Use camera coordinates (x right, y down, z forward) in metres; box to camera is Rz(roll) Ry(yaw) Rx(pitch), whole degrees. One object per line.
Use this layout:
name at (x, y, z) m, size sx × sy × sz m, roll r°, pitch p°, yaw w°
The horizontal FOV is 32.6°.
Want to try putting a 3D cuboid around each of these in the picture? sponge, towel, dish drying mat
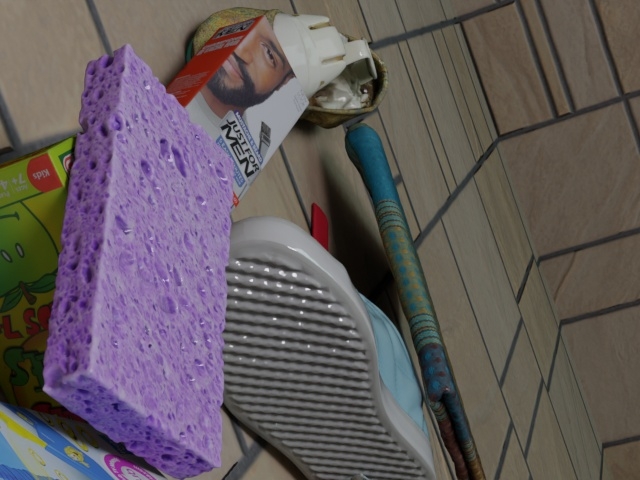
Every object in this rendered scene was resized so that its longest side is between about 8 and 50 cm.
sponge at (-0.089, 0.009, 0.578) m, size 0.117 × 0.031 × 0.210 m, roll 50°, pitch 29°, yaw -46°
towel at (0.104, 0.081, 1.163) m, size 0.271 × 0.040 × 0.370 m, roll 66°, pitch 8°, yaw -47°
dish drying mat at (0.000, 0.000, 1.144) m, size 0.032 × 0.008 × 0.083 m, roll 53°, pitch 27°, yaw -42°

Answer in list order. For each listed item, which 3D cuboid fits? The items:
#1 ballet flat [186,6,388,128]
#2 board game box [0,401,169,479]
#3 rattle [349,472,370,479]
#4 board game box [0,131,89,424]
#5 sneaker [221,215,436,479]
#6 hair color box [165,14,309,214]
ballet flat at (-0.014, -0.176, 1.099) m, size 0.348 × 0.123 × 0.123 m, roll -6°, pitch 79°, yaw -70°
board game box at (-0.089, 0.166, 0.379) m, size 0.308 × 0.086 × 0.302 m, roll 35°, pitch 0°, yaw 30°
rattle at (0.050, 0.300, 0.941) m, size 0.200 × 0.130 × 0.143 m, roll 49°, pitch 3°, yaw 14°
board game box at (-0.139, 0.042, 0.602) m, size 0.043 × 0.092 × 0.181 m, roll -55°, pitch 125°, yaw -67°
sneaker at (-0.006, 0.085, 0.904) m, size 0.366 × 0.135 × 0.150 m, roll 65°, pitch 11°, yaw -45°
hair color box at (-0.078, -0.101, 0.891) m, size 0.093 × 0.053 × 0.167 m, roll 61°, pitch 37°, yaw -28°
